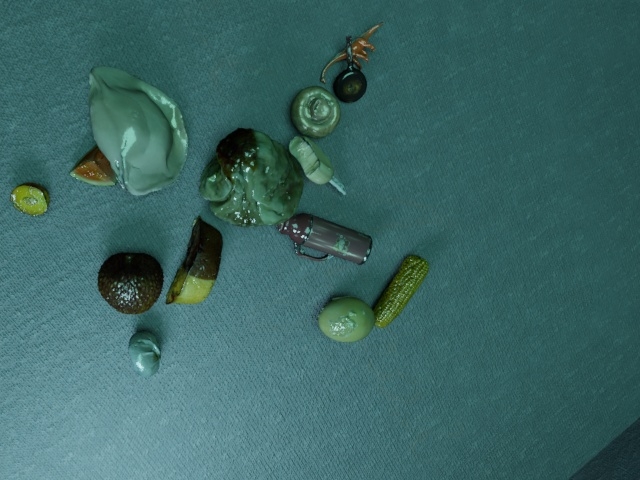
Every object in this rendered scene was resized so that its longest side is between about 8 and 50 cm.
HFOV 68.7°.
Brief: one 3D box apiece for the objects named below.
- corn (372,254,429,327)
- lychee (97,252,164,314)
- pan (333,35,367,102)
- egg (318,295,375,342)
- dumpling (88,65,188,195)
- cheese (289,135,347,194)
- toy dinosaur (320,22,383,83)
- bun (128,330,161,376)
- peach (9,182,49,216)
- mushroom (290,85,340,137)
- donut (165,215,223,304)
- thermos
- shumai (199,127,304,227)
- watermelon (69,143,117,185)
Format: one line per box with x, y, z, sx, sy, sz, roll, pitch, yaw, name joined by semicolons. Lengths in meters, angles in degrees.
0.291;0.190;1.713;0.101;0.102;0.313;34;86;-20;corn
-0.553;0.122;1.372;0.194;0.194;0.195;-3;98;-19;lychee
0.101;-0.558;1.540;0.114;0.040;0.212;-10;121;-13;pan
0.090;0.276;1.625;0.201;0.164;0.165;1;97;-16;egg
-0.512;-0.322;1.341;0.260;0.181;0.341;-17;68;-43;dumpling
0.000;-0.247;1.556;0.070;0.164;0.248;-37;151;19;cheese
0.112;-0.620;1.569;0.101;0.055;0.280;38;85;-10;toy dinosaur
-0.527;0.343;1.428;0.083;0.141;0.141;-15;102;-11;bun
-0.806;-0.118;1.310;0.098;0.061;0.098;-2;116;-4;peach
-0.015;-0.411;1.512;0.166;0.127;0.167;-3;103;-13;mushroom
-0.371;0.082;1.448;0.112;0.151;0.295;19;90;-30;donut
0.001;-0.008;1.588;0.330;0.110;0.136;19;132;-21;thermos
-0.197;-0.191;1.377;0.304;0.263;0.309;41;79;2;shumai
-0.640;-0.228;1.337;0.125;0.094;0.136;13;87;-11;watermelon
